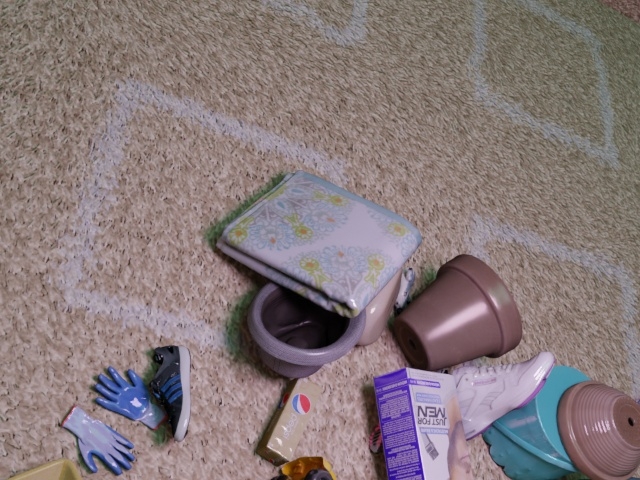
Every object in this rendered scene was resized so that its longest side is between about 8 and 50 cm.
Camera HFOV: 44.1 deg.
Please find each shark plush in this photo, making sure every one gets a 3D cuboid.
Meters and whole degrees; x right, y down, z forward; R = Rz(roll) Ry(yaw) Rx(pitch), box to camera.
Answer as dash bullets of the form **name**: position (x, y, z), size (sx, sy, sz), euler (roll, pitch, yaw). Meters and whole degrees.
- **shark plush**: position (0.212, 0.136, 1.952), size (0.067, 0.073, 0.161), euler (40, 39, -46)

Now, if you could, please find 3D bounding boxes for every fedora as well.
- **fedora**: position (-0.037, 0.195, 1.699), size (0.244, 0.124, 0.275), euler (22, 37, 10)

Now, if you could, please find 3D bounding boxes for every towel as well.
- **towel**: position (0.000, 0.000, 1.783), size (0.375, 0.090, 0.320), euler (26, 45, 20)

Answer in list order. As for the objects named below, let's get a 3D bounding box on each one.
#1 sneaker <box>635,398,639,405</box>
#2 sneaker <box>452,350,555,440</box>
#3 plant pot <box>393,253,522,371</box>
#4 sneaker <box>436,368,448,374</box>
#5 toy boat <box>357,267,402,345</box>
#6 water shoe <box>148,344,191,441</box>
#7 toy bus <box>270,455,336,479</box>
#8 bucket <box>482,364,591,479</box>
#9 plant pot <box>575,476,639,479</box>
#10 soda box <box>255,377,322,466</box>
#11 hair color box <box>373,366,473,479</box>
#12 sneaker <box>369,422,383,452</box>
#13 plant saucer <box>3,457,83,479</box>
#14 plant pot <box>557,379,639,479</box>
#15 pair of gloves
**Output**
- **sneaker**: position (0.937, 0.451, 2.194), size (0.211, 0.081, 0.080), euler (-22, 76, -39)
- **sneaker**: position (0.390, 0.331, 1.805), size (0.152, 0.305, 0.114), euler (53, 19, 9)
- **plant pot**: position (0.304, 0.193, 1.875), size (0.229, 0.263, 0.263), euler (-26, 79, -19)
- **sneaker**: position (0.303, 0.349, 1.899), size (0.032, 0.037, 0.083), euler (-10, 72, -36)
- **toy boat**: position (0.092, 0.131, 1.847), size (0.151, 0.151, 0.231), euler (17, 51, 14)
- **water shoe**: position (-0.297, 0.301, 1.550), size (0.080, 0.073, 0.203), euler (4, 49, -14)
- **toy bus**: position (-0.006, 0.564, 1.543), size (0.211, 0.149, 0.220), euler (40, 48, -23)
- **bucket**: position (0.549, 0.442, 1.902), size (0.281, 0.183, 0.281), euler (14, 59, -24)
- **plant pot**: position (0.732, 0.672, 1.842), size (0.272, 0.255, 0.271), euler (14, 58, -24)
- **soda box**: position (-0.064, 0.375, 1.653), size (0.061, 0.058, 0.181), euler (36, 52, -10)
- **hair color box**: position (0.232, 0.458, 1.721), size (0.185, 0.110, 0.338), euler (16, 59, -45)
- **sneaker**: position (0.151, 0.428, 1.766), size (0.057, 0.047, 0.119), euler (44, 52, -18)
- **plant saucer**: position (-0.490, 0.550, 1.242), size (0.333, 0.081, 0.332), euler (-16, 53, -36)
- **plant pot**: position (0.664, 0.425, 1.795), size (0.237, 0.110, 0.237), euler (13, 60, -24)
- **pair of gloves**: position (-0.390, 0.342, 1.500), size (0.159, 0.023, 0.198), euler (41, 51, -6)
